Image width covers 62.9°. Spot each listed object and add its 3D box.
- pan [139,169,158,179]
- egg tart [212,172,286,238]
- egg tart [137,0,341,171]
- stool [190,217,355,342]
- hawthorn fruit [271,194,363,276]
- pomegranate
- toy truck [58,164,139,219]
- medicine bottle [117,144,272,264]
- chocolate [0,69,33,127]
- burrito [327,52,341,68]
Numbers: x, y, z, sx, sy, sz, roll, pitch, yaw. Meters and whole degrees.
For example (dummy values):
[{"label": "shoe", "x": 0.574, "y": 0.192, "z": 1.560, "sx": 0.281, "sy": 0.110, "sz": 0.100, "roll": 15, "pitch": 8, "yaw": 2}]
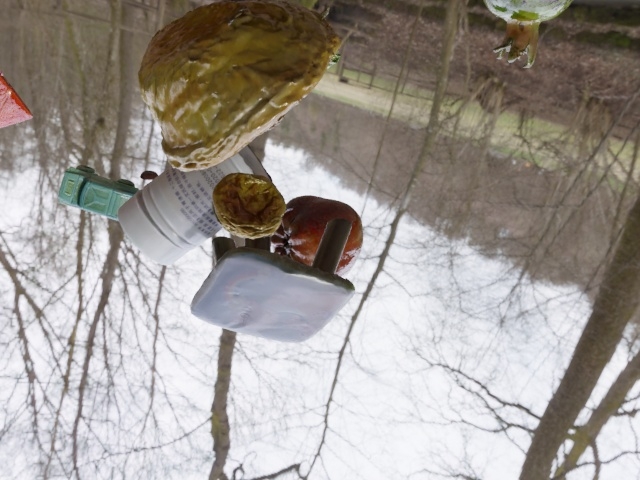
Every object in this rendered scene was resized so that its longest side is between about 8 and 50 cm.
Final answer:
[{"label": "pan", "x": -0.646, "y": -0.254, "z": 1.972, "sx": 0.068, "sy": 0.023, "sz": 0.115, "roll": -4, "pitch": -156, "yaw": -20}, {"label": "egg tart", "x": -0.118, "y": -0.052, "z": 0.866, "sx": 0.130, "sy": 0.052, "sz": 0.130, "roll": 12, "pitch": -123, "yaw": -19}, {"label": "egg tart", "x": -0.138, "y": -0.263, "z": 0.783, "sx": 0.153, "sy": 0.339, "sz": 0.351, "roll": 51, "pitch": -166, "yaw": -41}, {"label": "stool", "x": -0.109, "y": 0.065, "z": 1.206, "sx": 0.310, "sy": 0.310, "sz": 0.226, "roll": 20, "pitch": -132, "yaw": -23}, {"label": "hawthorn fruit", "x": 0.000, "y": 0.000, "z": 2.159, "sx": 0.403, "sy": 0.403, "sz": 0.403, "roll": 16, "pitch": -164, "yaw": -5}, {"label": "pomegranate", "x": 0.439, "y": -0.553, "z": 1.155, "sx": 0.231, "sy": 0.286, "sz": 0.231, "roll": 21, "pitch": -149, "yaw": -13}, {"label": "toy truck", "x": -0.808, "y": -0.168, "z": 1.930, "sx": 0.279, "sy": 0.155, "sz": 0.156, "roll": 19, "pitch": -170, "yaw": -15}, {"label": "medicine bottle", "x": -0.294, "y": -0.100, "z": 1.244, "sx": 0.190, "sy": 0.332, "sz": 0.190, "roll": 54, "pitch": -172, "yaw": -11}, {"label": "chocolate", "x": -0.757, "y": -0.372, "z": 1.101, "sx": 0.237, "sy": 0.108, "sz": 0.235, "roll": 41, "pitch": 161, "yaw": 21}, {"label": "burrito", "x": -0.086, "y": -0.460, "z": 1.399, "sx": 0.288, "sy": 0.054, "sz": 0.104, "roll": -10, "pitch": 178, "yaw": 25}]
